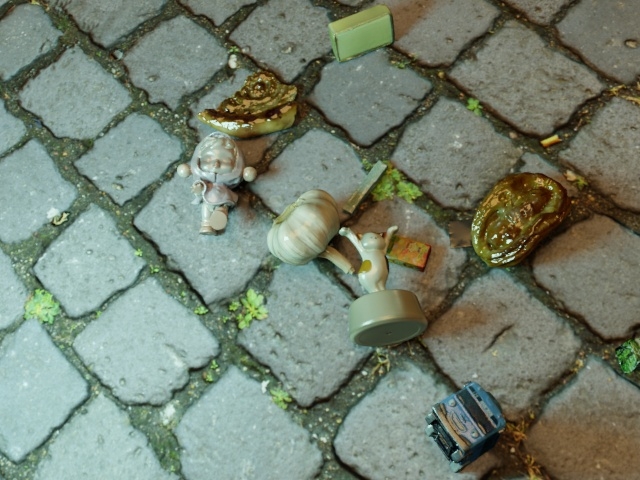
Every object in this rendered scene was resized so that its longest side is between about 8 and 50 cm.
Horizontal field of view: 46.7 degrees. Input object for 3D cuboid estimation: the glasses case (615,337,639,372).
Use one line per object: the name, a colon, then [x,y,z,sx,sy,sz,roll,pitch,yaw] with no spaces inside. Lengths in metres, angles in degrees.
glasses case: [0.772,0.214,1.558,0.272,0.095,0.062,-14,71,-3]

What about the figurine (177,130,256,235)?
figurine: [-0.263,-0.149,1.887,0.200,0.133,0.276,3,70,-3]

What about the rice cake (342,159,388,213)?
rice cake: [0.114,-0.132,1.873,0.033,0.029,0.171,34,74,18]

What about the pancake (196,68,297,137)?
pancake: [-0.175,-0.353,2.005,0.257,0.056,0.212,-43,67,-11]

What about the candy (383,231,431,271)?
candy: [0.201,0.028,1.779,0.122,0.038,0.062,17,69,16]

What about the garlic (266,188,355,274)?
garlic: [0.000,0.000,1.783,0.226,0.199,0.199,40,74,-11]

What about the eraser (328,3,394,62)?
eraser: [0.113,-0.567,2.027,0.172,0.117,0.058,-22,60,-1]

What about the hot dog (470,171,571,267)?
hot dog: [0.461,-0.055,1.719,0.175,0.114,0.259,37,72,26]

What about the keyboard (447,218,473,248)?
keyboard: [0.408,-0.023,1.784,0.196,0.015,0.074,-7,61,5]

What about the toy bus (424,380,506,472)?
toy bus: [0.294,0.376,1.495,0.133,0.234,0.116,-30,64,-8]

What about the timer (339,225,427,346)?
timer: [0.130,0.088,1.683,0.175,0.175,0.266,-11,65,4]
